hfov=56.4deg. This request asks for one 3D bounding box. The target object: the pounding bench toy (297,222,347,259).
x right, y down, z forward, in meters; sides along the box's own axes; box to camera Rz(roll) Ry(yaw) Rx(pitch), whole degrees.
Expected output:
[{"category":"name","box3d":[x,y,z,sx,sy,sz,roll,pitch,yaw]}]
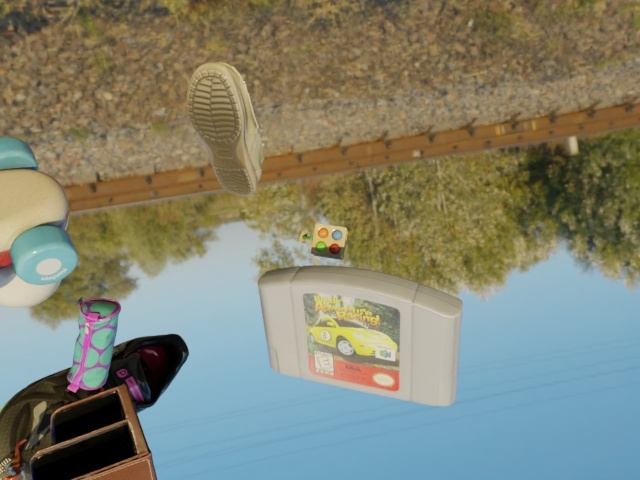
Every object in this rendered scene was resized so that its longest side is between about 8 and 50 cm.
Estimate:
[{"category":"pounding bench toy","box3d":[0.000,0.000,0.993,0.083,0.052,0.065,9,177,5]}]

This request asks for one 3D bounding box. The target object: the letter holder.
[{"category":"letter holder","box3d":[-0.375,0.416,0.956,0.215,0.301,0.152,-16,-141,-23]}]

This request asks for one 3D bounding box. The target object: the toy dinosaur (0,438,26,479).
[{"category":"toy dinosaur","box3d":[-0.515,0.379,1.000,0.047,0.090,0.082,9,157,-31]}]

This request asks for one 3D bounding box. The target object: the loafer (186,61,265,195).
[{"category":"loafer","box3d":[-0.156,-0.198,1.034,0.102,0.268,0.092,10,-130,12]}]

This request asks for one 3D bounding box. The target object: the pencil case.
[{"category":"pencil case","box3d":[-0.362,0.164,0.952,0.065,0.151,0.070,22,-156,8]}]

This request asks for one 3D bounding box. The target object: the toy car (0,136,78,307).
[{"category":"toy car","box3d":[-0.440,0.028,0.813,0.210,0.219,0.237,-21,146,-27]}]

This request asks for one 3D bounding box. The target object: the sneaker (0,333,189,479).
[{"category":"sneaker","box3d":[-0.466,0.317,1.246,0.202,0.185,0.483,-30,-174,36]}]

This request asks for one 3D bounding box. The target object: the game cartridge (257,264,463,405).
[{"category":"game cartridge","box3d":[0.052,0.131,0.861,0.295,0.195,0.060,7,-151,19]}]
